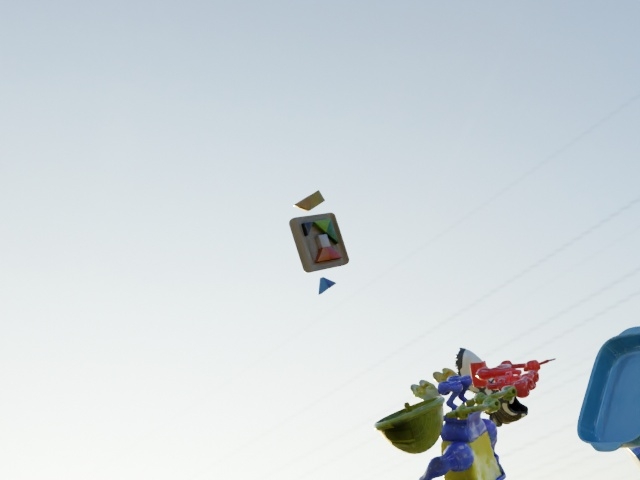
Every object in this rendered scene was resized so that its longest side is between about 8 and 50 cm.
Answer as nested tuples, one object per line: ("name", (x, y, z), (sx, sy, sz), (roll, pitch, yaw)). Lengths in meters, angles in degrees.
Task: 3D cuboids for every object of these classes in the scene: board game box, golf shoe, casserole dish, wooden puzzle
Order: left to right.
("wooden puzzle", (0.000, 0.000, 1.019), (0.078, 0.116, 0.014), (-21, -2, -45))
("golf shoe", (0.348, 0.288, 1.741), (0.094, 0.077, 0.198), (-20, -64, 41))
("casserole dish", (0.408, 0.202, 1.147), (0.037, 0.188, 0.114), (38, -30, -21))
("board game box", (0.504, 0.344, 1.357), (0.020, 0.090, 0.090), (-37, -77, 4))

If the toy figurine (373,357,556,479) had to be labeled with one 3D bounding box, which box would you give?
("toy figurine", (0.233, 0.313, 1.268), (0.191, 0.217, 0.362), (-10, 0, 28))
